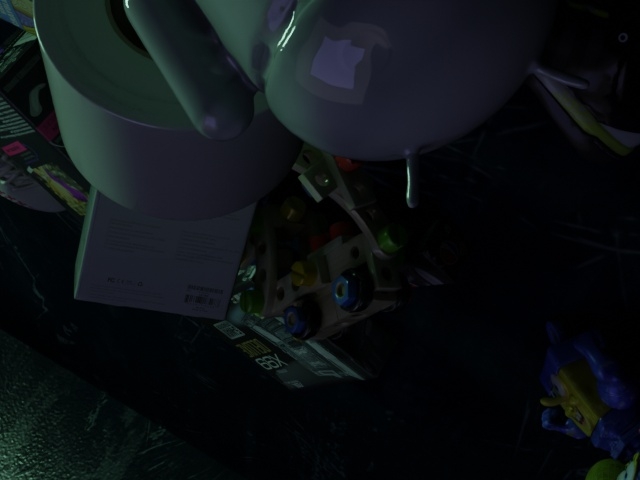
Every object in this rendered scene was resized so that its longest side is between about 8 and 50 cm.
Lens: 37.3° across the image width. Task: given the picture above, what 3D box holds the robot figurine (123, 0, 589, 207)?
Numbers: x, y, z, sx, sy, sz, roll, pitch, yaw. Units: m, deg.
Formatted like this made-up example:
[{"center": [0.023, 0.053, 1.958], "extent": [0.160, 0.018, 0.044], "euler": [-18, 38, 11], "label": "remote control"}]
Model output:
[{"center": [0.012, -0.196, 0.597], "extent": [0.353, 0.300, 0.200], "euler": [57, -163, 15], "label": "robot figurine"}]

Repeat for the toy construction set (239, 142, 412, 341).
[{"center": [0.000, 0.000, 1.104], "extent": [0.151, 0.215, 0.328], "euler": [-3, 159, -23], "label": "toy construction set"}]

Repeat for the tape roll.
[{"center": [-0.122, -0.162, 0.850], "extent": [0.246, 0.246, 0.169], "euler": [31, 155, 6], "label": "tape roll"}]

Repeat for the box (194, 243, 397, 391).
[{"center": [-0.055, 0.132, 1.498], "extent": [0.242, 0.076, 0.307], "euler": [40, 154, -13], "label": "box"}]

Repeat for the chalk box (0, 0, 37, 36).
[{"center": [-0.298, -0.306, 0.936], "extent": [0.213, 0.132, 0.132], "euler": [29, 155, 8], "label": "chalk box"}]

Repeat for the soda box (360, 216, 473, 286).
[{"center": [0.101, 0.020, 1.136], "extent": [0.060, 0.053, 0.169], "euler": [43, 154, -20], "label": "soda box"}]

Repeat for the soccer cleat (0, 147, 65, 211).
[{"center": [-0.502, -0.132, 1.442], "extent": [0.331, 0.116, 0.143], "euler": [42, -173, -33], "label": "soccer cleat"}]

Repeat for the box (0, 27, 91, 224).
[{"center": [-0.282, -0.141, 1.172], "extent": [0.143, 0.165, 0.270], "euler": [1, 141, 49], "label": "box"}]

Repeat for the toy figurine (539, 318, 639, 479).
[{"center": [0.343, 0.180, 1.100], "extent": [0.217, 0.191, 0.362], "euler": [57, 173, 26], "label": "toy figurine"}]

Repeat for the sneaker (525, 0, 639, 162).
[{"center": [0.190, -0.161, 0.706], "extent": [0.097, 0.084, 0.234], "euler": [-31, 116, 34], "label": "sneaker"}]

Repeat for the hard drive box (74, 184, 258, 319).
[{"center": [-0.172, -0.039, 1.085], "extent": [0.181, 0.232, 0.089], "euler": [10, -156, -19], "label": "hard drive box"}]
